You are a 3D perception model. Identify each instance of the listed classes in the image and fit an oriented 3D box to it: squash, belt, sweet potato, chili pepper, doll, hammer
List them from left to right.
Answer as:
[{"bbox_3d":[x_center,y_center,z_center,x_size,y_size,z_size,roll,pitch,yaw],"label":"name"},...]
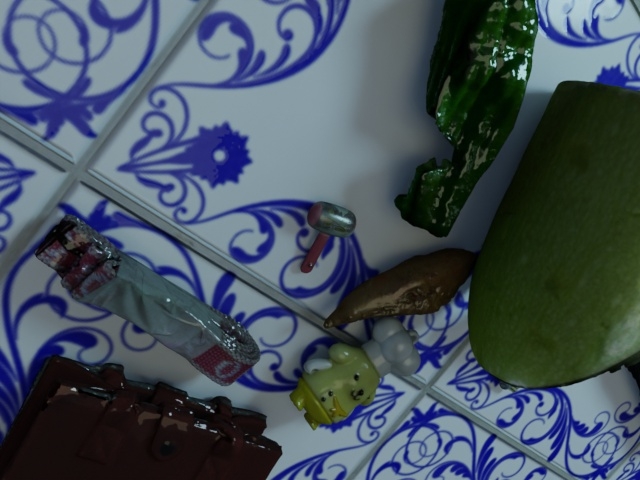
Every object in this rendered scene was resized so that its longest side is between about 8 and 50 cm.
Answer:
[{"bbox_3d":[-0.148,0.064,0.511,0.053,0.071,0.232,-44,121,8],"label":"belt"},{"bbox_3d":[0.000,0.000,0.571,0.052,0.031,0.083,18,115,-25],"label":"hammer"},{"bbox_3d":[0.044,0.150,0.633,0.162,0.062,0.106,-34,125,-7],"label":"doll"},{"bbox_3d":[0.096,0.055,0.611,0.205,0.068,0.060,-18,160,-13],"label":"sweet potato"},{"bbox_3d":[0.142,-0.120,0.547,0.099,0.083,0.253,1,116,-22],"label":"chili pepper"},{"bbox_3d":[0.288,0.012,0.572,0.210,0.233,0.309,9,107,-23],"label":"squash"}]

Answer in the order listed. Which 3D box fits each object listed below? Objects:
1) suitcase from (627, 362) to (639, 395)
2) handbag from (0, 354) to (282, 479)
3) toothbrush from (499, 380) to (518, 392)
[{"bbox_3d":[0.605,0.207,0.886,0.206,0.066,0.285,-38,120,-3],"label":"suitcase"},{"bbox_3d":[-0.212,0.270,0.573,0.260,0.084,0.276,29,98,-27],"label":"handbag"},{"bbox_3d":[0.372,0.062,0.749,0.037,0.028,0.375,36,96,-36],"label":"toothbrush"}]
